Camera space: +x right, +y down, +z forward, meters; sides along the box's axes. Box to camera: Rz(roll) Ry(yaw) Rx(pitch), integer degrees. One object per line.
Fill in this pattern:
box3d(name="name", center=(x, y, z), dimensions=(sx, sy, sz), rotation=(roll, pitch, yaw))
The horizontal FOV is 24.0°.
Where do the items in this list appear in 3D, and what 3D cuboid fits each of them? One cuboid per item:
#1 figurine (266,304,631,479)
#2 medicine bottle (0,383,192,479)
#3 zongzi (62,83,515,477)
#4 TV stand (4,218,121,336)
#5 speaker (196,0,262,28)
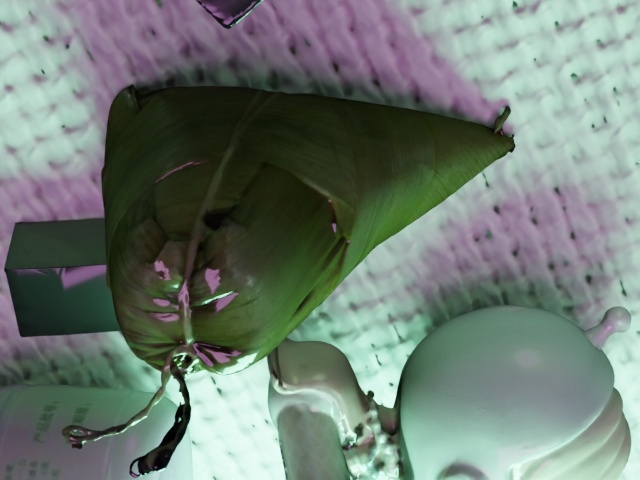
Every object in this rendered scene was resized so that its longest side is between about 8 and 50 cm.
box3d(name="figurine", center=(0.126, 0.177, 1.471), dimensions=(0.361, 0.253, 0.211), rotation=(-1, 125, -1))
box3d(name="medicine bottle", center=(-0.306, 0.272, 1.521), dimensions=(0.325, 0.256, 0.256), rotation=(2, 126, 6))
box3d(name="zongzi", center=(0.000, 0.000, 1.229), dimensions=(0.418, 0.447, 0.181), rotation=(-4, 118, -6))
box3d(name="TV stand", center=(-0.161, 0.029, 1.459), dimensions=(0.270, 0.082, 0.088), rotation=(-5, 125, 0))
box3d(name="speaker", center=(-0.074, -0.342, 1.132), dimensions=(0.232, 0.184, 0.254), rotation=(-38, 116, 22))
